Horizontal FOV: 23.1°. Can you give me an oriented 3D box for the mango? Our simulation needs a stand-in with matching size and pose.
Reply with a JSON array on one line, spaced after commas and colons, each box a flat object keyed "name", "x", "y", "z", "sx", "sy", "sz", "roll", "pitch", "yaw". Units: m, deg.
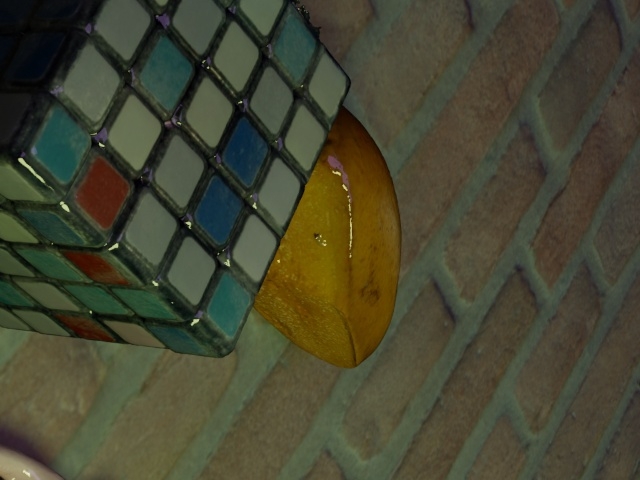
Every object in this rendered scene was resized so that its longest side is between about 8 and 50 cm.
[{"name": "mango", "x": 0.000, "y": 0.000, "z": 1.623, "sx": 0.199, "sy": 0.201, "sz": 0.350, "roll": -34, "pitch": 133, "yaw": -12}]

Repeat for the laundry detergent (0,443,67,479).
[{"name": "laundry detergent", "x": -0.279, "y": 0.258, "z": 1.363, "sx": 0.335, "sy": 0.088, "sz": 0.159, "roll": 23, "pitch": 75, "yaw": -52}]

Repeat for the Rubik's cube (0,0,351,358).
[{"name": "Rubik's cube", "x": -0.195, "y": -0.102, "z": 1.270, "sx": 0.292, "sy": 0.287, "sz": 0.293, "roll": 45, "pitch": 59, "yaw": -44}]
